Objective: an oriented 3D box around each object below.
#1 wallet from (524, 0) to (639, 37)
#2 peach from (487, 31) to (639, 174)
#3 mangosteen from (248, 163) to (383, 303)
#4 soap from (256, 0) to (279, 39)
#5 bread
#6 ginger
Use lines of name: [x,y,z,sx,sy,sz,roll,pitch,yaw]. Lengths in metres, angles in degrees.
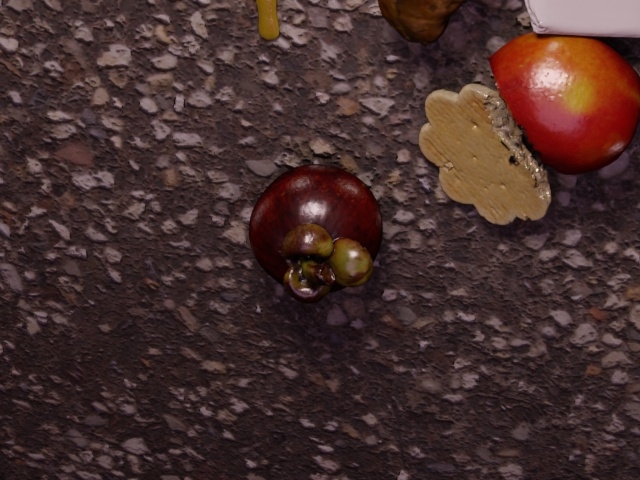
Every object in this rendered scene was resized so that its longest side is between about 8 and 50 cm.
wallet: [0.372,-0.326,1.536,0.189,0.095,0.033,1,159,-11]
peach: [0.338,-0.199,1.591,0.226,0.190,0.196,16,152,3]
mangosteen: [0.000,0.000,1.745,0.215,0.257,0.215,-6,121,-9]
soap: [-0.081,-0.349,1.698,0.034,0.012,0.089,2,121,12]
bread: [0.244,-0.130,1.711,0.181,0.039,0.251,-9,121,48]
ginger: [0.206,-0.407,1.507,0.321,0.165,0.172,-32,102,23]
